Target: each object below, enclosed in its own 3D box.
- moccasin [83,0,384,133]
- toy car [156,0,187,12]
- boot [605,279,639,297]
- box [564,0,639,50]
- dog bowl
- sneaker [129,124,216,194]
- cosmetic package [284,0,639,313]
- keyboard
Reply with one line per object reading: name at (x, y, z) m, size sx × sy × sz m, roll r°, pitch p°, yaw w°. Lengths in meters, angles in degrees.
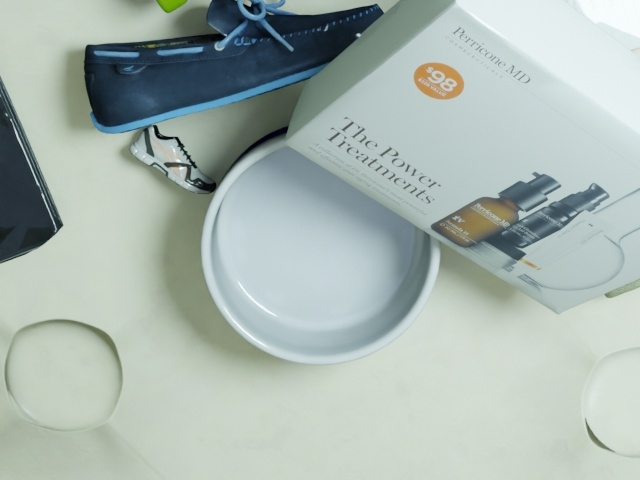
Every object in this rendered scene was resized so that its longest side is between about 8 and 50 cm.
moccasin at (-0.098, -0.208, 1.229) m, size 0.341 × 0.138 × 0.117 m, roll -16°, pitch 99°, yaw 3°
toy car at (-0.140, -0.339, 1.154) m, size 0.155 × 0.188 × 0.149 m, roll -32°, pitch 83°, yaw 4°
boot at (0.372, -0.047, 1.295) m, size 0.213 × 0.077 × 0.165 m, roll -35°, pitch 100°, yaw 16°
box at (0.350, -0.305, 1.161) m, size 0.345 × 0.215 × 0.168 m, roll -17°, pitch 104°, yaw 5°
dog bowl at (0.000, 0.000, 1.295) m, size 0.264 × 0.104 × 0.265 m, roll 0°, pitch 104°, yaw 0°
sneaker at (-0.164, -0.092, 1.306) m, size 0.109 × 0.040 × 0.044 m, roll 32°, pitch 100°, yaw -8°
cosmetic package at (0.197, -0.089, 1.116) m, size 0.377 × 0.097 × 0.284 m, roll 30°, pitch 144°, yaw -19°
keyboard at (-0.442, -0.113, 1.308) m, size 0.201 × 0.033 × 0.317 m, roll -21°, pitch 102°, yaw -1°
